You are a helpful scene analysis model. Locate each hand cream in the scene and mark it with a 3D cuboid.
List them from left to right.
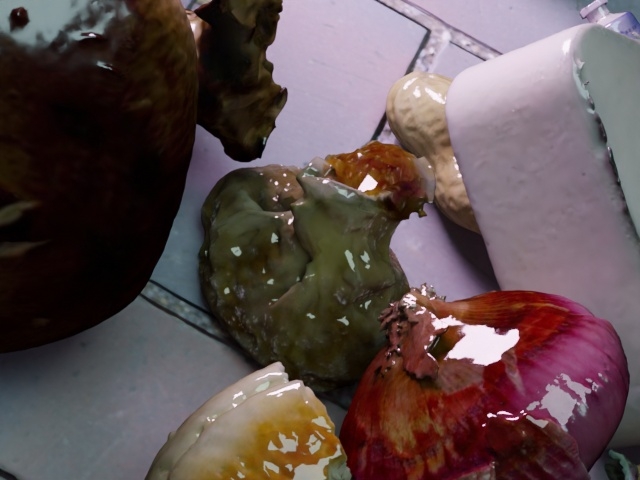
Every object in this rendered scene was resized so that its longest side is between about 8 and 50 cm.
[{"bbox_3d":[0.300,-0.170,1.457,0.084,0.053,0.142,-31,84,-33],"label":"hand cream"}]

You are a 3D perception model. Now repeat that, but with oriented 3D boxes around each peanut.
[{"bbox_3d":[0.121,-0.072,1.304,0.082,0.082,0.187,-16,67,-28],"label":"peanut"}]

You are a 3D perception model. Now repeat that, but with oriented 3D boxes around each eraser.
[{"bbox_3d":[0.255,0.013,1.222,0.331,0.150,0.331,19,62,-40],"label":"eraser"}]

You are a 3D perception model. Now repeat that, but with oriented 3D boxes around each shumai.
[{"bbox_3d":[0.000,0.000,1.179,0.161,0.153,0.209,0,56,-29],"label":"shumai"}]

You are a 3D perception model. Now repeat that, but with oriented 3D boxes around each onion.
[{"bbox_3d":[0.105,0.106,1.088,0.230,0.230,0.163,-43,115,-35],"label":"onion"}]

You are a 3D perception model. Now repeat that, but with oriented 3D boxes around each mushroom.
[{"bbox_3d":[-0.211,-0.113,1.050,0.334,0.331,0.356,15,55,5],"label":"mushroom"}]

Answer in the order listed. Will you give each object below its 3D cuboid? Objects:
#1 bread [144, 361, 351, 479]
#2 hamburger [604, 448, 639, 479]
[{"bbox_3d":[-0.020,0.258,0.995,0.192,0.171,0.314,-31,68,-20],"label":"bread"},{"bbox_3d":[0.321,0.260,1.067,0.318,0.195,0.277,25,39,-37],"label":"hamburger"}]
